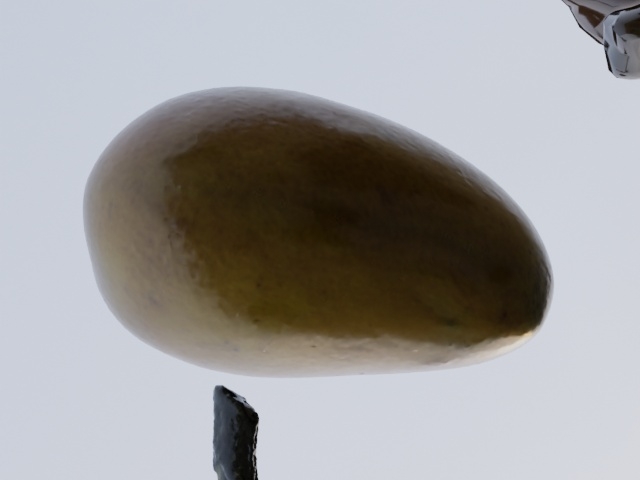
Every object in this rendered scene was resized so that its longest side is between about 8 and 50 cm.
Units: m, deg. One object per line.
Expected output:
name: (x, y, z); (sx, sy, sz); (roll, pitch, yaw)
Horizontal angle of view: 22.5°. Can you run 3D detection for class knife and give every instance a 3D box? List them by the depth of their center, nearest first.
knife: (-0.017, 0.160, 0.587); (0.021, 0.045, 0.222); (4, -106, -46)

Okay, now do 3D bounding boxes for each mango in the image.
mango: (0.000, 0.000, 1.286); (0.264, 0.378, 0.221); (-68, -11, -67)

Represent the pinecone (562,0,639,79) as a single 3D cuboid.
pinecone: (0.237, -0.135, 0.450); (0.397, 0.397, 0.398); (15, -112, -43)
